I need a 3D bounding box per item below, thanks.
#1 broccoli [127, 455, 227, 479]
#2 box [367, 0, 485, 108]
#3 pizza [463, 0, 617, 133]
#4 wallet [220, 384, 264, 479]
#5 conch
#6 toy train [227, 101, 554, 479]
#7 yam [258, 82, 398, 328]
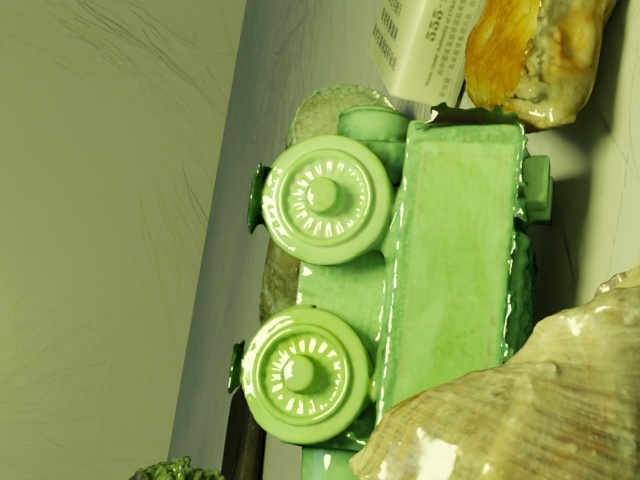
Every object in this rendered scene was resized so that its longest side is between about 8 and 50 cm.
[{"bbox_3d":[-0.110,0.397,1.089,0.302,0.249,0.375,-167,78,-70],"label":"broccoli"},{"bbox_3d":[0.118,-0.271,1.053,0.168,0.071,0.259,-104,27,-64],"label":"box"},{"bbox_3d":[0.169,-0.214,0.763,0.189,0.071,0.297,-166,88,-81],"label":"pizza"},{"bbox_3d":[-0.118,0.348,1.678,0.170,0.044,0.321,119,162,-53],"label":"wallet"},{"bbox_3d":[0.117,0.091,0.557,0.245,0.163,0.178,-48,23,-3],"label":"conch"},{"bbox_3d":[0.053,0.041,0.751,0.159,0.188,0.272,43,-129,-72],"label":"toy train"},{"bbox_3d":[0.000,0.000,1.220,0.133,0.133,0.330,-94,16,-50],"label":"yam"}]
